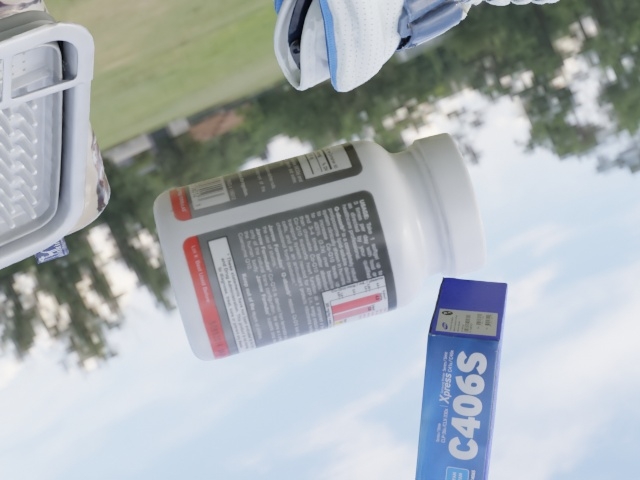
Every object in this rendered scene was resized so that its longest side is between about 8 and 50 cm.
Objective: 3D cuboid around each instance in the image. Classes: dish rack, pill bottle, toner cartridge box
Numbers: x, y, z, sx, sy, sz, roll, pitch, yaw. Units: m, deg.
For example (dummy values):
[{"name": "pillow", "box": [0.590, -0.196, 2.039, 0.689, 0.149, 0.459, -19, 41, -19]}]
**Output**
[{"name": "dish rack", "box": [-0.356, -0.073, 1.299, 0.285, 0.072, 0.333, -27, 152, -27]}, {"name": "pill bottle", "box": [0.000, 0.000, 1.647, 0.362, 0.210, 0.210, -15, -173, -4]}, {"name": "toner cartridge box", "box": [0.143, 0.229, 1.467, 0.075, 0.348, 0.165, 7, -161, 10]}]

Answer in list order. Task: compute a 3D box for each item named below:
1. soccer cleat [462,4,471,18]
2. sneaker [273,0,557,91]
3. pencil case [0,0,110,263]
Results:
[{"name": "soccer cleat", "box": [0.111, -0.364, 1.345, 0.143, 0.331, 0.116, 15, -140, 13]}, {"name": "sneaker", "box": [0.072, -0.179, 0.856, 0.236, 0.130, 0.323, -45, 152, 9]}, {"name": "pencil case", "box": [-0.366, -0.177, 1.515, 0.160, 0.410, 0.183, 16, -137, 40]}]
